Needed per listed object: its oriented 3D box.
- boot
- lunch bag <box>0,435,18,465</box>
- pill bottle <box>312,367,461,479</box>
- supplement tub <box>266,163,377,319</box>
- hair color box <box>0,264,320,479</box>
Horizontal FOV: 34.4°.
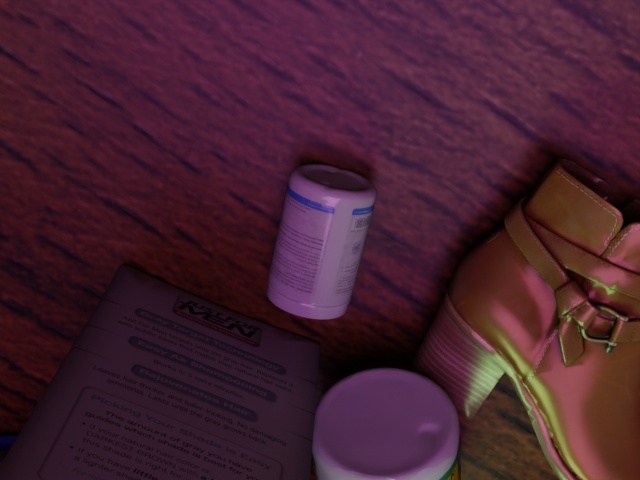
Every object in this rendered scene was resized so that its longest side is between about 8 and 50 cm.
[{"bbox_3d":[0.238,0.082,0.819,0.283,0.109,0.220,33,112,3],"label":"boot"},{"bbox_3d":[-0.194,0.302,0.804,0.385,0.328,0.239,-3,112,5],"label":"lunch bag"},{"bbox_3d":[0.057,0.212,0.846,0.117,0.118,0.208,-4,131,4],"label":"pill bottle"},{"bbox_3d":[0.000,0.000,0.813,0.071,0.071,0.107,13,111,-2],"label":"supplement tub"},{"bbox_3d":[-0.111,0.162,0.717,0.185,0.374,0.114,23,110,-6],"label":"hair color box"}]
